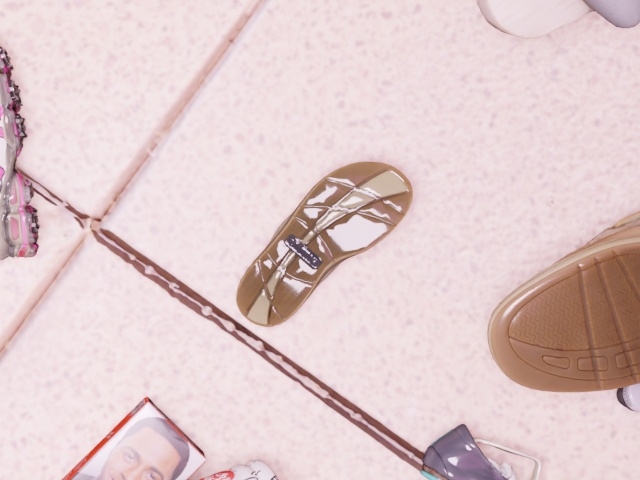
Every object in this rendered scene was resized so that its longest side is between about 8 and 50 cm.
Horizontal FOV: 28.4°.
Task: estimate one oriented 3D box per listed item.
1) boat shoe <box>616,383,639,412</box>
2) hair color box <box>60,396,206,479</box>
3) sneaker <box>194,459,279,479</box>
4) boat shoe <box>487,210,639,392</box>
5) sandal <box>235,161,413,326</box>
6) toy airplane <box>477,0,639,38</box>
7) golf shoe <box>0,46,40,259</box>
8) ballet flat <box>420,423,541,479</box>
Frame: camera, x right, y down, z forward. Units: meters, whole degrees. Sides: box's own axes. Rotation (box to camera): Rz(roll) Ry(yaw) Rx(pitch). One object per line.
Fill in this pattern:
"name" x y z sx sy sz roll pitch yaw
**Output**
"boat shoe" 0.332 0.133 1.126 0.142 0.040 0.049 2 81 -9
"hair color box" -0.169 0.204 1.046 0.072 0.043 0.141 45 83 -6
"sneaker" -0.056 0.314 1.039 0.145 0.090 0.270 -23 106 -25
"boat shoe" 0.290 0.033 1.086 0.341 0.110 0.121 -19 104 -12
"sandal" 0.000 0.000 1.074 0.072 0.049 0.180 45 98 -1
"toy airplane" 0.336 -0.316 1.009 0.384 0.272 0.386 13 88 -9
"golf shoe" -0.277 -0.074 1.017 0.086 0.067 0.186 -6 91 -7
"ballet flat" 0.182 0.226 1.089 0.203 0.074 0.074 36 85 -5
